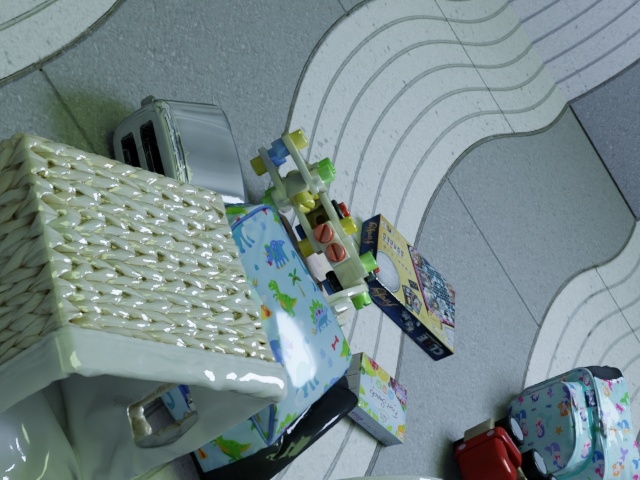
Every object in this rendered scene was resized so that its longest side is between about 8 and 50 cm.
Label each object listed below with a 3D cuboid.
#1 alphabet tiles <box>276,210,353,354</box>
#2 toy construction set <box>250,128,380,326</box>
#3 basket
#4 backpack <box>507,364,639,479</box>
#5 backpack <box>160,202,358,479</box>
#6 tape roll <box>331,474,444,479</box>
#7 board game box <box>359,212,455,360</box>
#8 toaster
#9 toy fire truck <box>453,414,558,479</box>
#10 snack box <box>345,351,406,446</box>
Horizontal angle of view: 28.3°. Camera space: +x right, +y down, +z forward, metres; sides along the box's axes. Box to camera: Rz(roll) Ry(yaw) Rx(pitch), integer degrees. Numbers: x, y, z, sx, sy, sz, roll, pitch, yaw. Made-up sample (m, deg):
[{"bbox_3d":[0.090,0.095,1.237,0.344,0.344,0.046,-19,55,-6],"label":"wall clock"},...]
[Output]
[{"bbox_3d":[-0.045,0.093,2.000,0.278,0.021,0.284,64,29,0],"label":"alphabet tiles"},{"bbox_3d":[0.000,0.000,1.971,0.215,0.151,0.327,42,35,-79],"label":"toy construction set"},{"bbox_3d":[-0.277,0.098,1.328,0.331,0.328,0.266,14,51,-53],"label":"basket"},{"bbox_3d":[0.489,0.380,2.422,0.191,0.225,0.253,-2,72,-35],"label":"backpack"},{"bbox_3d":[-0.111,0.123,1.679,0.355,0.273,0.290,52,36,5],"label":"backpack"},{"bbox_3d":[-0.025,0.359,1.452,0.392,0.392,0.072,21,51,-50],"label":"tape roll"},{"bbox_3d":[0.160,0.086,2.311,0.243,0.042,0.165,44,35,-30],"label":"board game box"},{"bbox_3d":[-0.200,-0.097,1.802,0.146,0.129,0.227,8,63,-51],"label":"toaster"},{"bbox_3d":[0.305,0.457,2.168,0.217,0.158,0.246,55,20,-15],"label":"toy fire truck"},{"bbox_3d":[0.088,0.257,2.045,0.141,0.037,0.100,43,42,-41],"label":"snack box"}]
